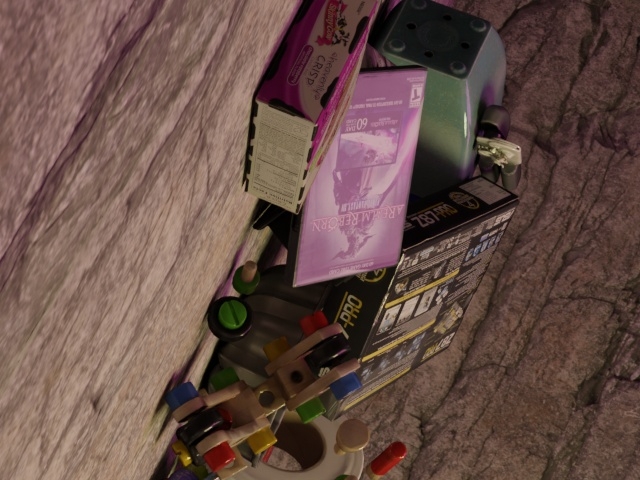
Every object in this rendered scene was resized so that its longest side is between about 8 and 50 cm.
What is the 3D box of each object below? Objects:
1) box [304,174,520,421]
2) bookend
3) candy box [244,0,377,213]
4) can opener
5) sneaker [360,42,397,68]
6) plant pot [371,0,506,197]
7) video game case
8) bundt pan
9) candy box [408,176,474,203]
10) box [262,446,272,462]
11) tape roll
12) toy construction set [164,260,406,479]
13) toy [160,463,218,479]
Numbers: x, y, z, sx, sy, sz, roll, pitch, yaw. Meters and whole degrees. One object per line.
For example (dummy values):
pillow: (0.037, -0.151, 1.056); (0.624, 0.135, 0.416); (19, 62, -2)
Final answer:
box: (0.141, 0.082, 2.126); (0.395, 0.097, 0.318); (-24, 139, -54)
bookend: (0.000, 0.000, 1.820); (0.072, 0.157, 0.156); (-36, -172, 19)
candy box: (-0.013, -0.147, 1.427); (0.233, 0.071, 0.159); (107, 8, -69)
can opener: (0.305, -0.146, 2.246); (0.280, 0.074, 0.093); (55, 54, -75)
sneaker: (0.070, -0.218, 1.825); (0.281, 0.115, 0.105); (-52, 166, -76)
plant pot: (0.174, -0.252, 2.223); (0.252, 0.247, 0.248); (101, 13, -55)
video game case: (0.046, -0.085, 1.723); (0.196, 0.026, 0.274); (-11, 115, -43)
bundt pan: (-0.087, 0.179, 2.099); (0.331, 0.124, 0.330); (24, 90, -85)
candy box: (0.135, -0.032, 2.406); (0.122, 0.317, 0.268); (-62, 175, -46)
box: (-0.145, 0.373, 2.591); (0.257, 0.123, 0.128); (-62, 176, -49)
tape roll: (-0.076, 0.360, 2.237); (0.286, 0.286, 0.100); (-61, 174, -55)
toy construction set: (-0.056, 0.237, 1.764); (0.257, 0.309, 0.237); (-55, 177, -26)
toy: (-0.210, 0.371, 2.015); (0.137, 0.056, 0.237); (-36, 173, -26)
